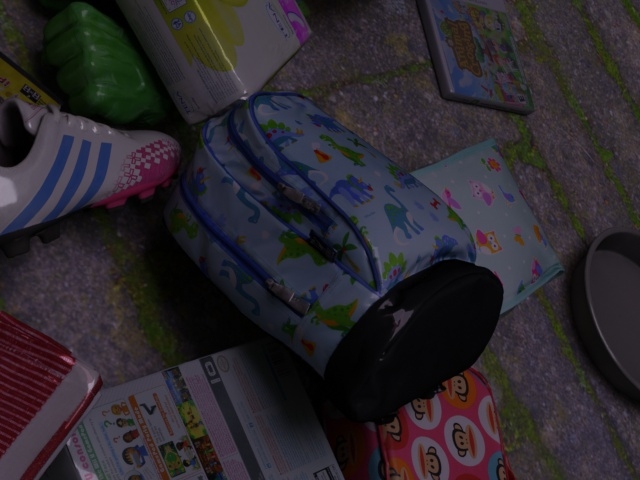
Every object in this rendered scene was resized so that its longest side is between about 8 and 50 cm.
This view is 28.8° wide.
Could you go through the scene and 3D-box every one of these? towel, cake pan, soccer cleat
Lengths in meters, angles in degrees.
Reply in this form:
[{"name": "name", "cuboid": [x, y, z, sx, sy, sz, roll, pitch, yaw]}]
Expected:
[{"name": "towel", "cuboid": [-0.384, 0.118, 1.099, 0.329, 0.037, 0.237, 32, 47, 1]}, {"name": "cake pan", "cuboid": [0.489, 0.122, 1.905, 0.293, 0.054, 0.293, 21, 54, -31]}, {"name": "soccer cleat", "cuboid": [-0.259, -0.091, 1.296, 0.331, 0.116, 0.143, -33, 114, -55]}]

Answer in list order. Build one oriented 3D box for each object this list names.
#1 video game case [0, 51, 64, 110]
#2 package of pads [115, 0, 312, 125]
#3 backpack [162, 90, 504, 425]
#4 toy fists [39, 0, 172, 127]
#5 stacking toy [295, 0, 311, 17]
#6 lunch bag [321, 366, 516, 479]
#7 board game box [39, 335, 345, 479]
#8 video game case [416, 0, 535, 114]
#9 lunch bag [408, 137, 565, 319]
[{"name": "video game case", "cuboid": [-0.431, -0.145, 1.280, 0.275, 0.035, 0.248, 39, 47, -16]}, {"name": "package of pads", "cuboid": [-0.130, -0.283, 1.496, 0.229, 0.101, 0.296, 61, 25, -14]}, {"name": "backpack", "cuboid": [0.000, 0.000, 1.360, 0.355, 0.273, 0.290, 27, 23, 29]}, {"name": "toy fists", "cuboid": [-0.262, -0.259, 1.440, 0.142, 0.096, 0.279, 24, 49, -56]}, {"name": "stacking toy", "cuboid": [-0.056, -0.396, 1.653, 0.221, 0.167, 0.052, 36, 48, -21]}, {"name": "lunch bag", "cuboid": [0.132, 0.278, 1.460, 0.258, 0.120, 0.293, 17, 56, -34]}, {"name": "board game box", "cuboid": [-0.129, 0.244, 1.274, 0.303, 0.097, 0.224, -13, 75, -46]}, {"name": "video game case", "cuboid": [0.242, -0.306, 1.960, 0.193, 0.023, 0.212, 5, 63, -39]}, {"name": "lunch bag", "cuboid": [0.169, 0.010, 1.622, 0.262, 0.160, 0.223, -25, 84, -51]}]
